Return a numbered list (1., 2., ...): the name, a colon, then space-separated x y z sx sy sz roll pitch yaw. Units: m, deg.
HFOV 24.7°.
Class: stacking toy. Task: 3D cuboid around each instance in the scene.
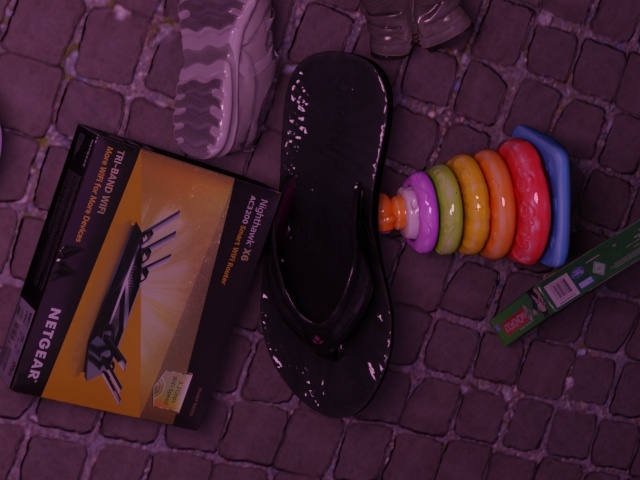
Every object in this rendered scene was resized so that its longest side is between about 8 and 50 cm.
1. stacking toy: 0.157 -0.041 1.838 0.301 0.175 0.166 -6 109 -14

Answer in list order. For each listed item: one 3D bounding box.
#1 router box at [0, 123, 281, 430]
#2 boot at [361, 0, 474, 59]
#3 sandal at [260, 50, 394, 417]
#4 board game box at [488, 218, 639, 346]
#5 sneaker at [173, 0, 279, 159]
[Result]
1. router box: -0.211 0.047 1.701 0.243 0.081 0.309 16 96 -30
2. boot: 0.154 -0.322 1.756 0.246 0.083 0.161 -19 117 12
3. sandal: -0.002 -0.002 1.743 0.107 0.167 0.446 -23 114 -69
4. board game box: 0.388 0.024 1.930 0.317 0.213 0.046 -30 80 -17
5. sneaker: -0.100 -0.233 1.691 0.115 0.105 0.281 2 103 -58
